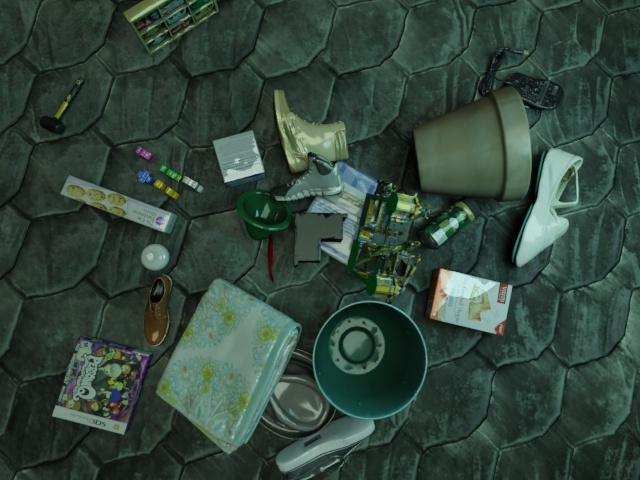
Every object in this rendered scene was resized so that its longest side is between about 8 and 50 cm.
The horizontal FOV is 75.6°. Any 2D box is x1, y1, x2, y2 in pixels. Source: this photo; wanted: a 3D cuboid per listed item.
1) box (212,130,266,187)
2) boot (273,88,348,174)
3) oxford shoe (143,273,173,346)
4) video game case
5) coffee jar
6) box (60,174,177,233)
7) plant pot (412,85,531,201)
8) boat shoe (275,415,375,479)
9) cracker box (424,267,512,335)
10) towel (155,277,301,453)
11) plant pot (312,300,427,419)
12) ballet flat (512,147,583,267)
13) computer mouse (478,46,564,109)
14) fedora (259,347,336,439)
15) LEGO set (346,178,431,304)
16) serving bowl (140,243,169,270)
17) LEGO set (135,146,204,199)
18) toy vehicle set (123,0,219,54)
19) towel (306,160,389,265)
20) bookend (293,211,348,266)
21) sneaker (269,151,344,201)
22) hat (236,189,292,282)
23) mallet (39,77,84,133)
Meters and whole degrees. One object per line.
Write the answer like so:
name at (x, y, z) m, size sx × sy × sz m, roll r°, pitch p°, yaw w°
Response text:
box at (-0.245, -0.247, 1.260) m, size 0.126 × 0.072 × 0.137 m, roll -16°, pitch 85°, yaw -5°
boot at (-0.032, -0.352, 1.271) m, size 0.203 × 0.095 × 0.262 m, roll -15°, pitch 87°, yaw -4°
oxford shoe at (-0.482, 0.205, 1.203) m, size 0.076 × 0.076 × 0.213 m, roll 5°, pitch 86°, yaw -5°
video game case at (-0.625, 0.413, 1.190) m, size 0.210 × 0.042 × 0.232 m, roll 17°, pitch 84°, yaw -3°
coffee jar at (0.396, -0.054, 1.269) m, size 0.184 × 0.096 × 0.079 m, roll -37°, pitch 91°, yaw -7°
box at (-0.596, -0.105, 1.230) m, size 0.323 × 0.063 × 0.067 m, roll 21°, pitch 85°, yaw -1°
plant pot at (0.421, -0.254, 1.206) m, size 0.280 × 0.323 × 0.324 m, roll -8°, pitch 85°, yaw 12°
boat shoe at (0.026, 0.603, 1.180) m, size 0.301 × 0.108 × 0.102 m, roll -25°, pitch 99°, yaw -5°
cracker box at (0.451, 0.186, 1.264) m, size 0.232 × 0.067 × 0.156 m, roll 13°, pitch 84°, yaw -3°
towel at (-0.259, 0.329, 1.136) m, size 0.320 × 0.090 × 0.375 m, roll 24°, pitch 83°, yaw 25°
plant pot at (0.118, 0.310, 1.148) m, size 0.292 × 0.235 × 0.293 m, roll 0°, pitch 84°, yaw -3°
ballet flat at (0.704, -0.099, 1.262) m, size 0.139 × 0.139 × 0.401 m, roll 21°, pitch 81°, yaw -1°
computer mouse at (0.665, -0.526, 1.351) m, size 0.261 × 0.060 × 0.184 m, roll 17°, pitch 88°, yaw 10°
fedora at (-0.078, 0.441, 1.173) m, size 0.275 × 0.124 × 0.244 m, roll 39°, pitch 78°, yaw 1°
LEGO set at (0.221, 0.009, 1.161) m, size 0.192 × 0.255 × 0.332 m, roll 10°, pitch 91°, yaw -21°
serving bowl at (-0.500, 0.050, 1.239) m, size 0.083 × 0.027 × 0.084 m, roll 0°, pitch 84°, yaw -3°
LEGO set at (-0.476, -0.190, 1.230) m, size 0.227 × 0.093 × 0.087 m, roll 31°, pitch 84°, yaw 0°
toy vehicle set at (-0.439, -0.687, 1.242) m, size 0.266 × 0.166 × 0.035 m, roll -36°, pitch 87°, yaw -6°
towel at (0.074, -0.086, 1.285) m, size 0.209 × 0.034 × 0.285 m, roll 29°, pitch 82°, yaw 2°
bookend at (0.000, 0.000, 1.216) m, size 0.157 × 0.072 × 0.156 m, roll 0°, pitch 82°, yaw -2°
sneaker at (-0.048, -0.196, 1.225) m, size 0.228 × 0.086 × 0.132 m, roll -7°, pitch 119°, yaw 4°
hat at (-0.191, -0.024, 1.265) m, size 0.172 × 0.184 × 0.209 m, roll 14°, pitch 40°, yaw -13°
mallet at (-0.774, -0.411, 1.265) m, size 0.062 × 0.039 × 0.190 m, roll 33°, pitch 80°, yaw 1°
